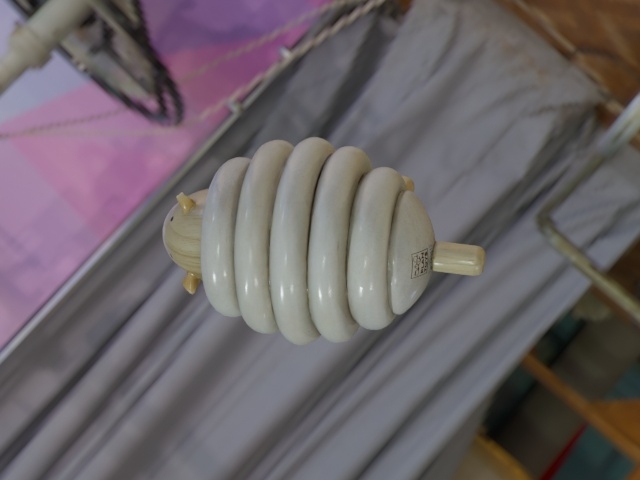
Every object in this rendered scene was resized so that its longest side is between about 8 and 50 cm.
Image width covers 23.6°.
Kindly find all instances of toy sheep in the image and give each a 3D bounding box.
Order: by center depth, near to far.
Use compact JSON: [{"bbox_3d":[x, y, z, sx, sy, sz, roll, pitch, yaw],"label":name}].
[{"bbox_3d":[0.000,0.000,0.606,0.132,0.091,0.091,1,152,14],"label":"toy sheep"}]
